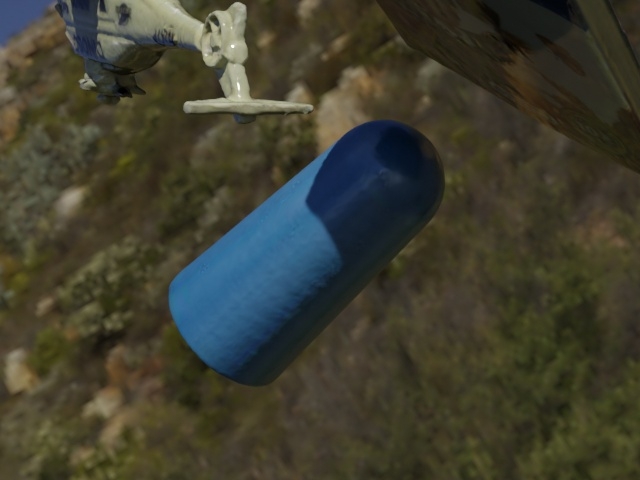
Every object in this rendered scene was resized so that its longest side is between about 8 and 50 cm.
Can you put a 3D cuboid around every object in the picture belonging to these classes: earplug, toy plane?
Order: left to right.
[{"bbox_3d":[-0.089,-0.115,0.847,0.092,0.108,0.286,2,12,-26],"label":"toy plane"},{"bbox_3d":[0.000,0.000,1.430,0.273,0.132,0.132,-43,-17,28],"label":"earplug"}]

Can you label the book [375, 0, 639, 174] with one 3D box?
[{"bbox_3d":[0.097,-0.203,1.172,0.039,0.300,0.428,-51,-36,-5],"label":"book"}]
